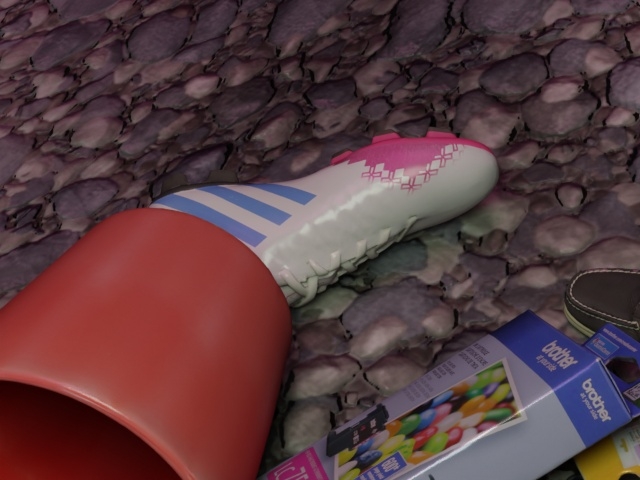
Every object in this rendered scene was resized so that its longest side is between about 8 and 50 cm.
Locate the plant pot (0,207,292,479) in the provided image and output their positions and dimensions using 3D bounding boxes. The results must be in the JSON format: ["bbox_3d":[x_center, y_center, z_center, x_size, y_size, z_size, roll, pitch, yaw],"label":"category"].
[{"bbox_3d":[-0.154,0.121,1.290,0.274,0.275,0.243,3,40,24],"label":"plant pot"}]

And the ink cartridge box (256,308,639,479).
[{"bbox_3d":[0.102,0.142,1.215,0.311,0.065,0.186,-29,12,-3],"label":"ink cartridge box"}]

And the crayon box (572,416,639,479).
[{"bbox_3d":[0.358,0.166,1.154,0.322,0.083,0.203,-22,43,-1],"label":"crayon box"}]

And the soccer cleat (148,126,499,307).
[{"bbox_3d":[0.000,0.000,1.457,0.331,0.116,0.143,-11,60,15],"label":"soccer cleat"}]

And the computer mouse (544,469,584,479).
[{"bbox_3d":[0.079,0.261,1.150,0.272,0.072,0.188,-20,40,14],"label":"computer mouse"}]

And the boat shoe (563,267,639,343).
[{"bbox_3d":[0.293,0.052,1.299,0.223,0.073,0.080,15,54,33],"label":"boat shoe"}]
